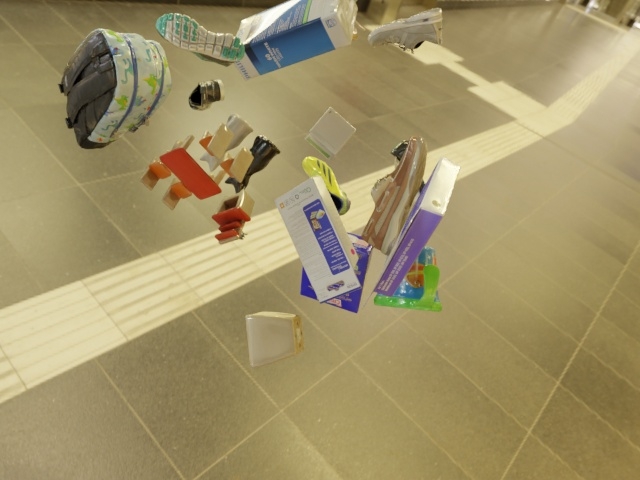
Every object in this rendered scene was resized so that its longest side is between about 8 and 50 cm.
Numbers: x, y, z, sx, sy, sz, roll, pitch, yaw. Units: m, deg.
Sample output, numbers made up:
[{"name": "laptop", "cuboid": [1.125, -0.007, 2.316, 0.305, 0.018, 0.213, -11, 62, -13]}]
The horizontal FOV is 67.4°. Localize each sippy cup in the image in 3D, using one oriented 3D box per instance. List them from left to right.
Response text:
[{"name": "sippy cup", "cuboid": [0.314, 0.130, 1.697, 0.305, 0.224, 0.240, -1, -10, 40]}]

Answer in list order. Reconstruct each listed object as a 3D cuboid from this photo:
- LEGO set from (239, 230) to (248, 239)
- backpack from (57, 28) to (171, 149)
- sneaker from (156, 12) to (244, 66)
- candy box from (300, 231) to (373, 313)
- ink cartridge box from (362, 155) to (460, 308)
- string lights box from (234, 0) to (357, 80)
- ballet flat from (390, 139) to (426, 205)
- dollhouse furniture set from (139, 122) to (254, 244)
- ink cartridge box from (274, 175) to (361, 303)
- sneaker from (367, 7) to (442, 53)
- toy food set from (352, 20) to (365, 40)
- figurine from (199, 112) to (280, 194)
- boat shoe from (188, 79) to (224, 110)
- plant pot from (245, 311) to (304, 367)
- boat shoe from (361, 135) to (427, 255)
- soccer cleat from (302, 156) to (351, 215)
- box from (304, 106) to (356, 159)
[{"name": "LEGO set", "cuboid": [-0.306, -0.024, 1.802, 0.083, 0.054, 0.024, 49, 40, -41]}, {"name": "backpack", "cuboid": [-0.597, -0.456, 1.389, 0.273, 0.355, 0.290, -9, 82, -30]}, {"name": "sneaker", "cuboid": [-0.235, -0.377, 0.928, 0.166, 0.076, 0.065, 16, 81, -24]}, {"name": "candy box", "cuboid": [0.063, 0.116, 1.978, 0.268, 0.317, 0.122, 17, 36, 13]}, {"name": "ink cartridge box", "cuboid": [0.152, -0.005, 0.793, 0.045, 0.206, 0.208, 28, 45, 7]}, {"name": "string lights box", "cuboid": [-0.060, -0.445, 1.018, 0.259, 0.077, 0.133, -8, 53, 27]}, {"name": "ballet flat", "cuboid": [0.299, -0.180, 1.542, 0.096, 0.281, 0.095, -23, 6, 0]}, {"name": "dollhouse furniture set", "cuboid": [-0.285, -0.126, 1.194, 0.259, 0.261, 0.135, 49, 41, -34]}, {"name": "ink cartridge box", "cuboid": [0.000, 0.000, 1.515, 0.069, 0.175, 0.371, -16, 82, -54]}, {"name": "sneaker", "cuboid": [0.269, -0.658, 1.559, 0.105, 0.115, 0.281, -34, 27, -33]}, {"name": "toy food set", "cuboid": [0.041, -0.567, 1.260, 0.132, 0.038, 0.192, 45, 36, -1]}, {"name": "figurine", "cuboid": [-0.281, -0.289, 1.622, 0.215, 0.209, 0.092, 41, 0, 15]}, {"name": "boat shoe", "cuboid": [-0.375, -0.452, 1.495, 0.079, 0.084, 0.233, -20, 15, -29]}, {"name": "plant pot", "cuboid": [-0.091, 0.205, 1.025, 0.096, 0.109, 0.109, -8, -6, 11]}, {"name": "boat shoe", "cuboid": [0.187, -0.120, 1.260, 0.116, 0.325, 0.123, 22, 18, 17]}, {"name": "soccer cleat", "cuboid": [0.017, -0.226, 1.976, 0.289, 0.093, 0.121, 54, 33, 4]}, {"name": "box", "cuboid": [0.028, -0.307, 1.387, 0.101, 0.087, 0.102, 40, 80, -8]}]
